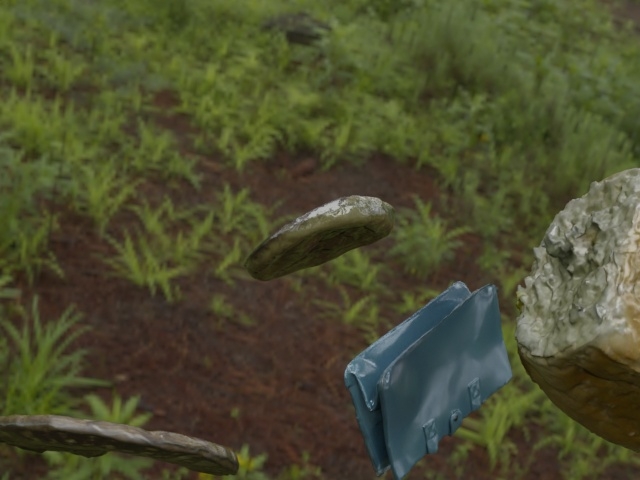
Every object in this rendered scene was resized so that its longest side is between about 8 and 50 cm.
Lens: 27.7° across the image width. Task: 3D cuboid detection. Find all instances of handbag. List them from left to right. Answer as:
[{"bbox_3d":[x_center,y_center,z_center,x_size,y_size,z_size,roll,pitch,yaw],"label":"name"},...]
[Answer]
[{"bbox_3d":[0.125,0.150,1.423,0.057,0.144,0.221,6,32,42],"label":"handbag"}]

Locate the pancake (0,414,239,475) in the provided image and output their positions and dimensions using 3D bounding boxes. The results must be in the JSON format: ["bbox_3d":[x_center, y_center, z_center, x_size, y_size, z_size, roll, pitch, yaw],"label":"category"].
[{"bbox_3d":[-0.240,0.240,1.520,0.288,0.033,0.286,-7,-20,45],"label":"pancake"}]

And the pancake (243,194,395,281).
[{"bbox_3d":[0.000,0.000,2.168,0.294,0.294,0.049,-11,74,-34],"label":"pancake"}]

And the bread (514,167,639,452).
[{"bbox_3d":[0.273,0.066,1.117,0.246,0.176,0.195,33,58,-21],"label":"bread"}]
